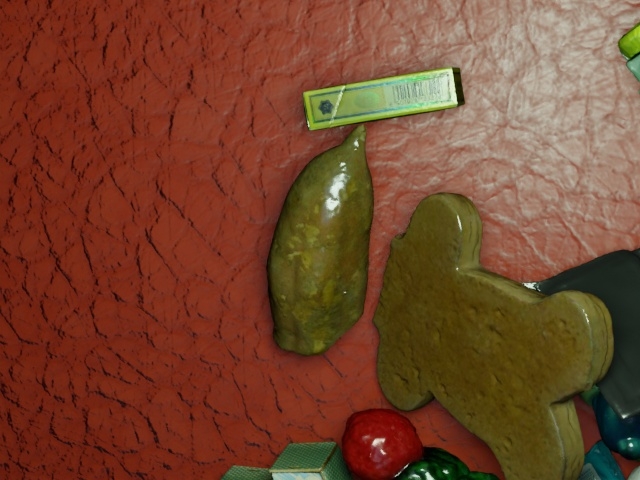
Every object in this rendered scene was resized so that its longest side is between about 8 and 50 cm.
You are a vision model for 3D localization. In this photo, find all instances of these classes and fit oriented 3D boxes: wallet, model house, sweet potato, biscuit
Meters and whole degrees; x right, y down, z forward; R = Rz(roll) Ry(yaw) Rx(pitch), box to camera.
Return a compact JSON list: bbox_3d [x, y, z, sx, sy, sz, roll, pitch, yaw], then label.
[{"bbox_3d":[0.496,0.094,1.619,0.323,0.041,0.247,-20,53,-10],"label":"wallet"},{"bbox_3d":[-0.037,0.418,1.814,0.271,0.178,0.206,35,102,8],"label":"model house"},{"bbox_3d":[0.000,0.000,1.728,0.158,0.158,0.370,12,120,10],"label":"sweet potato"},{"bbox_3d":[0.239,0.138,1.664,0.394,0.076,0.368,32,123,41],"label":"biscuit"}]

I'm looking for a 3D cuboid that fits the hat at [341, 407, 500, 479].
[{"bbox_3d":[0.137,0.408,1.762,0.274,0.242,0.332,-29,75,-21],"label":"hat"}]

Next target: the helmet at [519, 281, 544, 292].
[{"bbox_3d":[0.327,0.138,1.729,0.153,0.107,0.177,27,116,17],"label":"helmet"}]

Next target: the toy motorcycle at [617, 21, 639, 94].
[{"bbox_3d":[0.583,-0.294,1.578,0.326,0.200,0.191,-39,89,25],"label":"toy motorcycle"}]

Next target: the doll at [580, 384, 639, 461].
[{"bbox_3d":[0.533,0.249,1.644,0.322,0.186,0.198,-1,140,9],"label":"doll"}]

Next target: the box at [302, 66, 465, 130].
[{"bbox_3d":[0.095,-0.208,1.709,0.220,0.141,0.064,-6,97,12],"label":"box"}]

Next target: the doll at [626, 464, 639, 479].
[{"bbox_3d":[0.453,0.577,1.722,0.365,0.187,0.376,-33,62,5],"label":"doll"}]

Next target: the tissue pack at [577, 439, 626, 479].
[{"bbox_3d":[0.395,0.373,1.773,0.138,0.028,0.085,-41,46,18],"label":"tissue pack"}]
